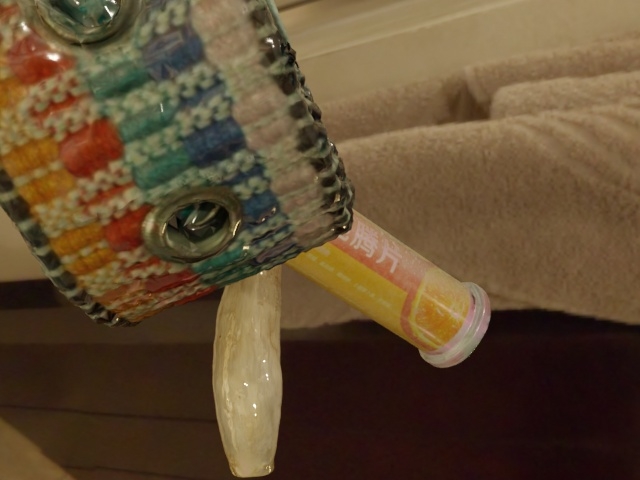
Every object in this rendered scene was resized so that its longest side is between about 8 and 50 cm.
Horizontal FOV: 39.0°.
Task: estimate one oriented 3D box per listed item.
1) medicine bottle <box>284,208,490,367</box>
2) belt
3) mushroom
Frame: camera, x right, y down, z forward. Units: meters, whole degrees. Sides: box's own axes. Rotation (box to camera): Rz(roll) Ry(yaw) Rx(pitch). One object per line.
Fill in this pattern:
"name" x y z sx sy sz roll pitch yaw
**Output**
"medicine bottle" 0.000 0.000 0.966 0.426 0.108 0.108 32 60 -26
"belt" -0.106 -0.104 0.405 0.207 0.160 0.295 -106 171 -67
"mushroom" -0.093 0.146 1.241 0.123 0.095 0.351 61 27 -64
